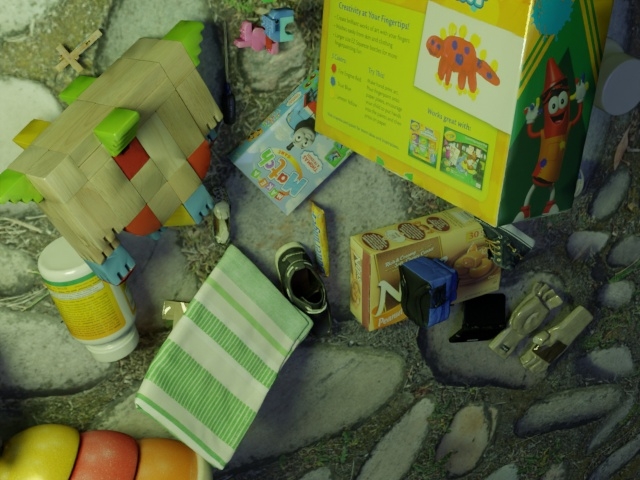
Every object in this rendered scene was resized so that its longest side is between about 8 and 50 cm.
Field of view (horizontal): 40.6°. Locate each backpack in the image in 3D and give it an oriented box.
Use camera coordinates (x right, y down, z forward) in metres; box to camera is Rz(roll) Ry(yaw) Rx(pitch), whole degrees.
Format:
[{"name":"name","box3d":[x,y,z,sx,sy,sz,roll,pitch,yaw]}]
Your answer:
[{"name":"backpack","box3d":[0.210,0.102,1.647,0.101,0.098,0.120,-15,122,-25]}]

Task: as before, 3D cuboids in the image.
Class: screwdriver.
[{"name":"screwdriver","box3d":[-0.152,-0.265,1.380,0.025,0.024,0.170,-2,117,5]}]

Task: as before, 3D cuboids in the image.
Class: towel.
[{"name":"towel","box3d":[-0.165,0.210,1.535,0.248,0.038,0.325,47,64,-32]}]

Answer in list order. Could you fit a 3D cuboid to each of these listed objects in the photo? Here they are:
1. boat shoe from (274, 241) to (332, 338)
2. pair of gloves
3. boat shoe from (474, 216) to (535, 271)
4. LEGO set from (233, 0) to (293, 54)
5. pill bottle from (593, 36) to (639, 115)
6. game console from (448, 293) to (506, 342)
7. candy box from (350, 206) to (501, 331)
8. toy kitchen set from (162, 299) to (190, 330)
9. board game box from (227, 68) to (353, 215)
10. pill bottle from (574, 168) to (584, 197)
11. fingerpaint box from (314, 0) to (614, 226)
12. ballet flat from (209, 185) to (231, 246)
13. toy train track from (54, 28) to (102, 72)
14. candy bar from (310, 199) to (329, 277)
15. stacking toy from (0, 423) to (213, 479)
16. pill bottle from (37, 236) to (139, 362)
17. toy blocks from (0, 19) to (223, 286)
[{"name":"boat shoe","box3d":[-0.025,0.112,1.651,0.084,0.079,0.233,-29,131,-13]},{"name":"pair of gloves","box3d":[0.520,0.211,2.048,0.240,0.042,0.204,27,106,-37]},{"name":"boat shoe","box3d":[0.344,0.000,1.685,0.183,0.065,0.083,27,99,-38]},{"name":"LEGO set","box3d":[-0.096,-0.376,1.295,0.093,0.087,0.227,-13,123,-23]},{"name":"pill bottle","box3d":[0.472,-0.314,1.564,0.131,0.229,0.131,-14,125,-21]},{"name":"game console","box3d":[0.352,0.176,1.948,0.122,0.071,0.107,0,148,-29]},{"name":"candy box","box3d":[0.216,0.048,1.738,0.316,0.087,0.183,-15,124,-21]},{"name":"toy kitchen set","box3d":[-0.237,0.145,1.565,0.083,0.075,0.068,6,90,7]},{"name":"board game box","box3d":[-0.033,-0.166,1.494,0.211,0.039,0.160,-44,131,2]},{"name":"pill bottle","box3d":[0.466,-0.121,1.782,0.137,0.078,0.078,-6,121,-27]},{"name":"fingerpaint box","box3d":[0.186,-0.279,1.258,0.163,0.445,0.371,-12,118,-31]},{"name":"ballet flat","box3d":[-0.170,-0.038,1.497,0.041,0.041,0.114,-12,124,-23]},{"name":"toy train track","box3d":[-0.353,-0.277,1.259,0.083,0.014,0.048,-43,124,-6]},{"name":"candy bar","box3d":[0.000,0.000,1.617,0.018,0.040,0.161,-24,129,-26]},{"name":"stacking toy","box3d":[-0.462,0.441,1.512,0.480,0.350,0.350,28,103,-21]},{"name":"pill bottle","box3d":[-0.370,0.096,1.416,0.117,0.117,0.208,-25,128,-14]},{"name":"toy blocks","box3d":[-0.266,-0.106,1.288,0.381,0.191,0.261,-53,136,-25]}]
